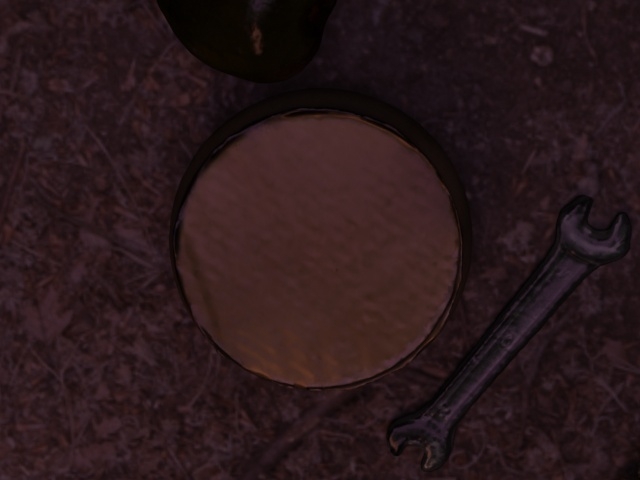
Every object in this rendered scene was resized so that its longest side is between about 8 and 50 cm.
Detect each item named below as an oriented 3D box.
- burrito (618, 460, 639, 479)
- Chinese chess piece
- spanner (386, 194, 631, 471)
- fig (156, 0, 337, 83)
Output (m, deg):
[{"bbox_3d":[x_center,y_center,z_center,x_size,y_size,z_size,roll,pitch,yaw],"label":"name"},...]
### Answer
[{"bbox_3d":[0.378,0.219,1.056,0.229,0.058,0.063,1,107,5],"label":"burrito"},{"bbox_3d":[0.000,0.000,1.002,0.257,0.104,0.257,1,102,4],"label":"Chinese chess piece"},{"bbox_3d":[0.167,0.087,1.057,0.071,0.017,0.302,36,101,-5],"label":"spanner"},{"bbox_3d":[-0.066,-0.211,0.969,0.126,0.185,0.133,-20,134,-29],"label":"fig"}]
